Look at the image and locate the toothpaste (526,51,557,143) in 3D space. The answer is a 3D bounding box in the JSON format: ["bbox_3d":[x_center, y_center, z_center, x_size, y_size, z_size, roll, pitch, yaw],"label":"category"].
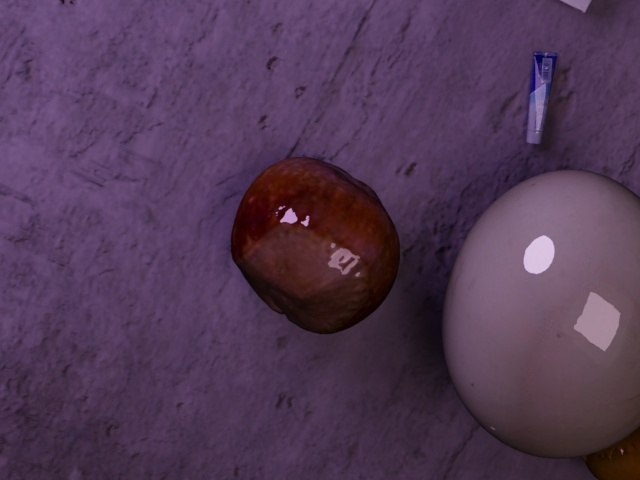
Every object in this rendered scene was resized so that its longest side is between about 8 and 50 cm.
[{"bbox_3d":[0.198,-0.129,1.654,0.024,0.015,0.083,0,104,-20],"label":"toothpaste"}]

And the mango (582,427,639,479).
[{"bbox_3d":[0.362,0.171,1.761,0.236,0.166,0.136,-22,74,9],"label":"mango"}]

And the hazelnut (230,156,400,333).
[{"bbox_3d":[0.000,0.000,1.562,0.154,0.143,0.143,41,92,-13],"label":"hazelnut"}]

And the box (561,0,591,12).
[{"bbox_3d":[0.183,-0.271,1.586,0.167,0.024,0.090,23,100,-27],"label":"box"}]

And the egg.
[{"bbox_3d":[0.216,0.067,1.620,0.219,0.219,0.269,-5,128,-20],"label":"egg"}]
